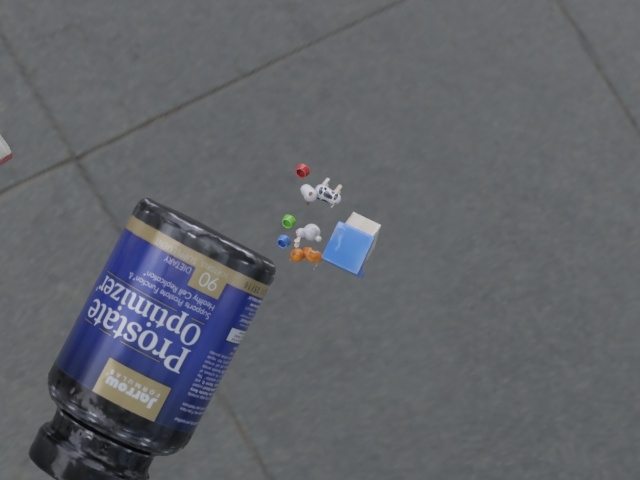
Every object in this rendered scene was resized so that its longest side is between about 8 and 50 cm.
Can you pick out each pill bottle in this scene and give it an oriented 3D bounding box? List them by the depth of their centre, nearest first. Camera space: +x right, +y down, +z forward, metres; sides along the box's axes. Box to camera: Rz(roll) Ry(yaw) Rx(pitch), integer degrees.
[{"bbox_3d":[-0.134,0.088,1.145,0.123,0.123,0.219,27,89,-18],"label":"pill bottle"}]

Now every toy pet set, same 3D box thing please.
[{"bbox_3d":[0.000,0.000,1.574,0.114,0.122,0.065,25,44,12],"label":"toy pet set"}]

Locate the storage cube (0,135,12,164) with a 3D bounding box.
[{"bbox_3d":[-0.378,-0.075,1.121,0.193,0.215,0.183,-34,97,7],"label":"storage cube"}]
